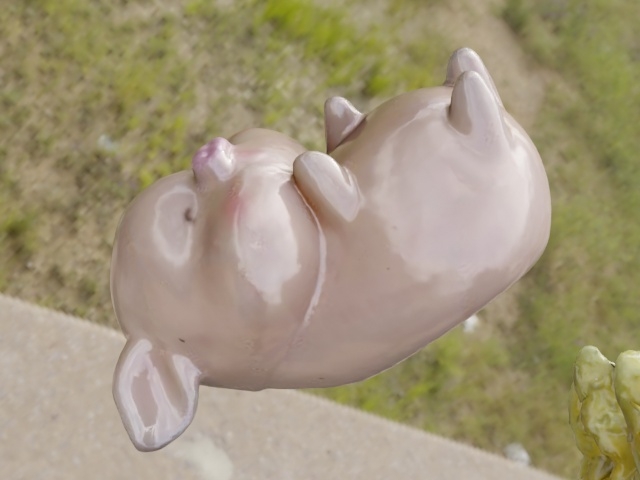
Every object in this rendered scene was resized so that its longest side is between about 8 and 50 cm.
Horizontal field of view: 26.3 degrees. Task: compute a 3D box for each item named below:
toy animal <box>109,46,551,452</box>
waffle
[{"bbox_3d":[0.003,0.003,0.746,0.166,0.250,0.154,-67,139,-74],"label":"toy animal"},{"bbox_3d":[0.208,0.178,0.741,0.261,0.056,0.250,53,-15,45],"label":"waffle"}]
